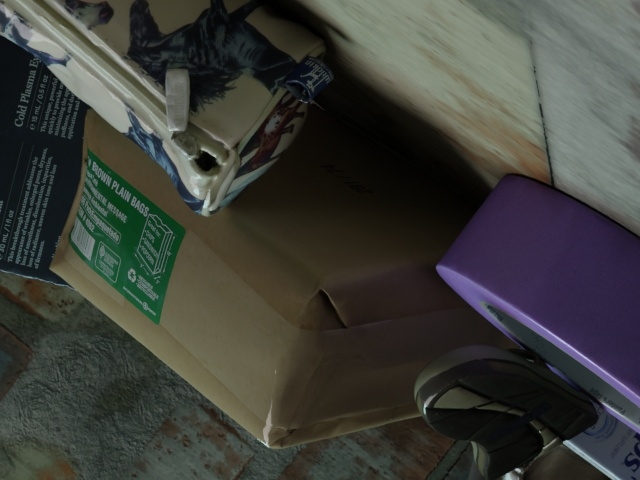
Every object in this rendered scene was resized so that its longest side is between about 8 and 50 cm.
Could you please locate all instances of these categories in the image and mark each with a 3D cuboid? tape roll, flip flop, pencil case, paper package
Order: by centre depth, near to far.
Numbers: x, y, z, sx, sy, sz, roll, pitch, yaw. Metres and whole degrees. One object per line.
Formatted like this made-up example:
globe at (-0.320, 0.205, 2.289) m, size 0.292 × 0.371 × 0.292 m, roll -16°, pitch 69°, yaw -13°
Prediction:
pencil case at (-0.187, -0.194, 1.079) m, size 0.410 × 0.160 × 0.183 m, roll 37°, pitch -162°, yaw -2°
tape roll at (0.221, 0.068, 1.080) m, size 0.275 × 0.090 × 0.275 m, roll 37°, pitch 176°, yaw 3°
flip flop at (0.143, 0.124, 1.159) m, size 0.277 × 0.112 × 0.080 m, roll 37°, pitch -155°, yaw -57°
paper package at (-0.022, 0.016, 1.277) m, size 0.309 × 0.168 × 0.325 m, roll -6°, pitch -148°, yaw -46°

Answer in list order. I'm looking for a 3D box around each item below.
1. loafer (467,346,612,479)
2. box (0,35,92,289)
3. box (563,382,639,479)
loafer at (0.224, 0.221, 1.405) m, size 0.133 × 0.366 × 0.130 m, roll -12°, pitch -166°, yaw -38°
box at (-0.388, -0.137, 1.786) m, size 0.312 × 0.343 × 0.179 m, roll 15°, pitch 180°, yaw -6°
box at (0.290, 0.157, 1.290) m, size 0.137 × 0.126 × 0.072 m, roll 35°, pitch 175°, yaw 24°
